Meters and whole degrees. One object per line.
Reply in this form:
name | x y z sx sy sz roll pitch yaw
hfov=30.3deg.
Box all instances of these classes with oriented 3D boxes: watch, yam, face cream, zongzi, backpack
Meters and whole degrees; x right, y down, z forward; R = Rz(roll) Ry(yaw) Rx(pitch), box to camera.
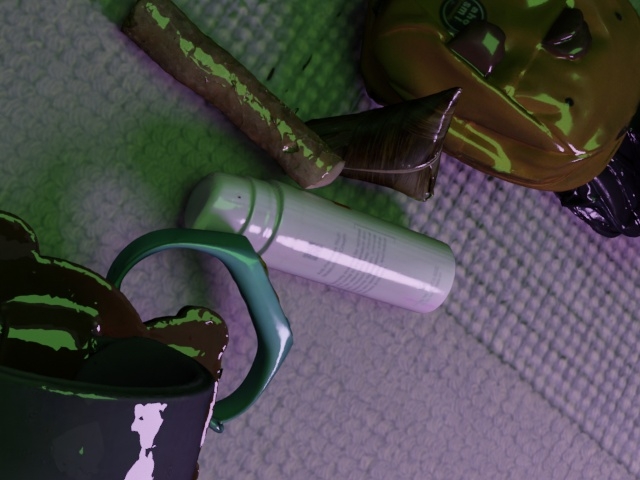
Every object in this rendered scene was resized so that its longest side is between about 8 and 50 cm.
watch | -0.133 0.098 1.288 0.195 0.068 0.237 -27 114 -8
yam | -0.096 -0.167 1.335 0.300 0.066 0.066 40 67 -11
face cream | 0.000 0.000 1.396 0.345 0.102 0.102 20 77 -31
zongzi | 0.058 -0.136 1.374 0.187 0.184 0.084 12 55 0
backpack | 0.251 -0.248 1.476 0.378 0.201 0.353 32 72 -3
backpack | 0.401 -0.116 1.650 0.206 0.133 0.258 -51 119 -21
watch | -0.225 0.160 1.062 0.335 0.327 0.314 13 96 -21
